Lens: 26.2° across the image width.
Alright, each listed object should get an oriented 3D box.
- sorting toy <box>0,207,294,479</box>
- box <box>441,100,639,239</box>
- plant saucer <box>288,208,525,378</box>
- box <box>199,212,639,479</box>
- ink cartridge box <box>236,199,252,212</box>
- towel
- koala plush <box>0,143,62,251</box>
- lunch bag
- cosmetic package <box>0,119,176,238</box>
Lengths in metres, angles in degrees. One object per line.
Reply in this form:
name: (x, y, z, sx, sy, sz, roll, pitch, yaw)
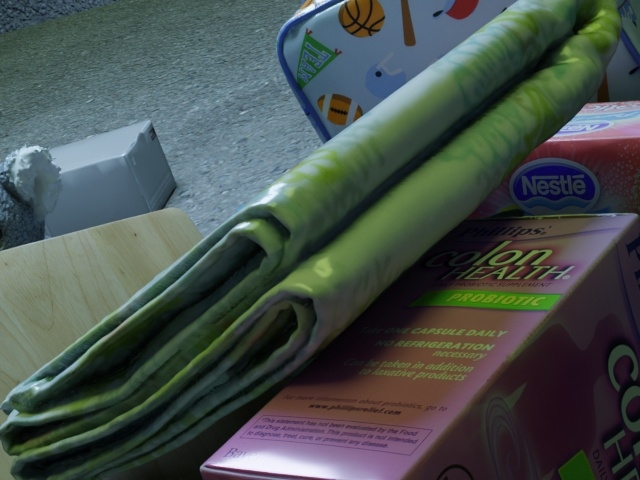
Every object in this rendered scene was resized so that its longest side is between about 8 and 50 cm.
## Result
sorting toy: (-0.150, 0.124, 0.957, 0.255, 0.257, 0.089, -17, -30, -37)
box: (0.211, -0.020, 1.012, 0.300, 0.154, 0.142, 2, 16, 41)
plant saucer: (0.056, 0.045, 0.886, 0.195, 0.037, 0.195, -32, 4, 2)
box: (0.089, 0.136, 0.701, 0.117, 0.213, 0.243, -2, 27, 41)
ink cartridge box: (0.036, -0.036, 1.360, 0.191, 0.082, 0.139, -35, 25, -29)
towel: (0.000, 0.000, 0.849, 0.320, 0.090, 0.374, -34, 4, 44)
koala plush: (-0.314, 0.020, 1.351, 0.196, 0.221, 0.203, -15, 21, 17)
lunch bag: (0.125, -0.151, 1.184, 0.303, 0.243, 0.115, -24, 18, 26)
cosmetic package: (-0.314, -0.060, 1.724, 0.238, 0.107, 0.127, -11, 22, 16)
